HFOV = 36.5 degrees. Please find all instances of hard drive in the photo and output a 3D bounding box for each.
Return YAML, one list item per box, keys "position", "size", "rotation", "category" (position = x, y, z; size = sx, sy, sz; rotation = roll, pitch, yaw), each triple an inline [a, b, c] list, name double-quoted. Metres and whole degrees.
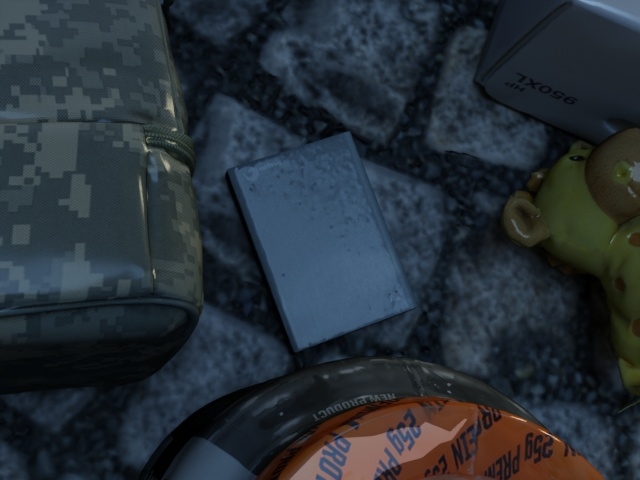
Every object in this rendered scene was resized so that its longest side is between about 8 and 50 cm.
- position: [0.000, 0.000, 0.676]
  size: [0.094, 0.022, 0.135]
  rotation: [-19, 83, -15]
  category: "hard drive"

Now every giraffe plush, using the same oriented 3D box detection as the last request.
- position: [0.227, -0.006, 0.677]
  size: [0.210, 0.181, 0.170]
  rotation: [-46, 79, 17]
  category: "giraffe plush"

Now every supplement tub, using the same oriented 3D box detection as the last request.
- position: [0.007, 0.166, 0.480]
  size: [0.207, 0.338, 0.207]
  rotation: [3, 78, -12]
  category: "supplement tub"

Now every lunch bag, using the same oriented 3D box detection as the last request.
- position: [-0.220, -0.049, 0.534]
  size: [0.305, 0.212, 0.256]
  rotation: [-2, 74, -20]
  category: "lunch bag"

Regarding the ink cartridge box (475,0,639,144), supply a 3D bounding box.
- position: [0.322, -0.254, 0.726]
  size: [0.285, 0.166, 0.395]
  rotation: [21, 75, -7]
  category: "ink cartridge box"
